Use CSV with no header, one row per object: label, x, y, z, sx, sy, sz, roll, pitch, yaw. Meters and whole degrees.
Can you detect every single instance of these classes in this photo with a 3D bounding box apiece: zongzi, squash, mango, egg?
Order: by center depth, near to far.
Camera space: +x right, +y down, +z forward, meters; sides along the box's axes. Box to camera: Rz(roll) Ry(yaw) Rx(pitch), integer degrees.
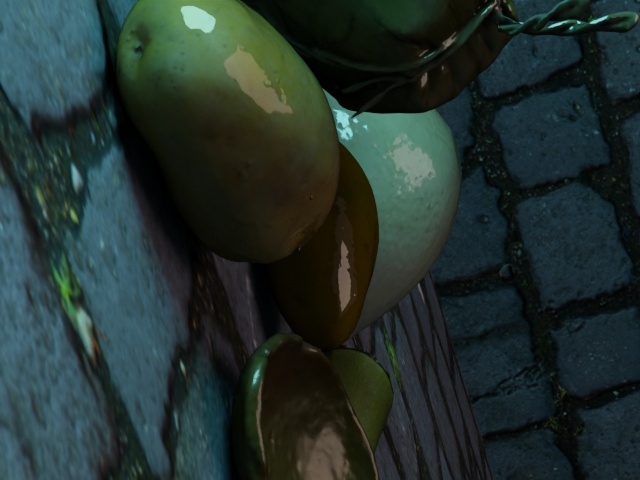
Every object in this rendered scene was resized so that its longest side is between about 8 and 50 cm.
zongzi,-0.044,-0.323,0.998,0.467,0.218,0.500,52,-4,-37
squash,0.008,0.187,1.128,0.224,0.094,0.094,-74,148,-62
mango,0.000,0.000,1.253,0.138,0.113,0.253,62,16,-47
egg,0.059,-0.070,1.491,0.337,0.201,0.337,-17,90,-80

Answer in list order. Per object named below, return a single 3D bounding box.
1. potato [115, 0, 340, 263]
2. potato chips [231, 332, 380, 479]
potato,-0.064,-0.088,0.961,0.150,0.146,0.234,39,-19,43
potato chips,-0.017,0.170,0.983,0.208,0.061,0.195,41,37,-49
